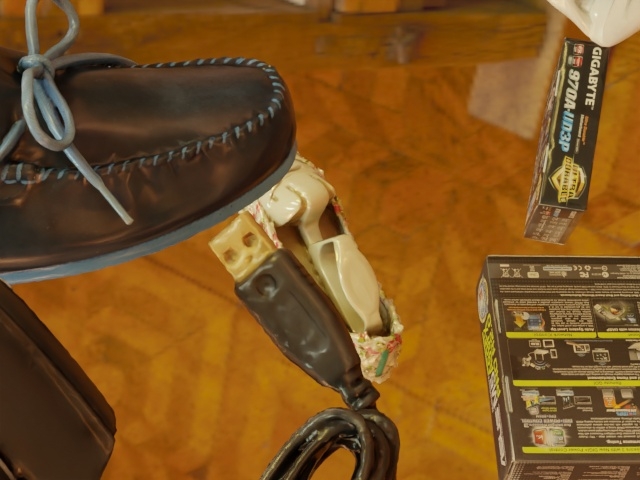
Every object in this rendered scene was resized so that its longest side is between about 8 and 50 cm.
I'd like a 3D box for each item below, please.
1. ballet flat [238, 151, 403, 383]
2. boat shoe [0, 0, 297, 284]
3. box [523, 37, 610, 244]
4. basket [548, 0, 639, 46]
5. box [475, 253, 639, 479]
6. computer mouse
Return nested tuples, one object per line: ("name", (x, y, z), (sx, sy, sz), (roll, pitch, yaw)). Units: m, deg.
("ballet flat", (0.000, 0.000, 1.154), (0.241, 0.091, 0.077), (59, 151, 14))
("boat shoe", (-0.133, -0.034, 0.560), (0.109, 0.258, 0.089), (-124, 23, -52))
("box", (0.259, -0.099, 1.548), (0.051, 0.220, 0.175), (10, 81, 6))
("basket", (0.117, -0.156, 0.525), (0.113, 0.167, 0.103), (43, 85, -1))
("box", (0.285, 0.117, 1.311), (0.060, 0.270, 0.216), (98, 170, -54))
("computer mouse", (-0.096, 0.031, 0.457), (0.262, 0.184, 0.060), (45, 158, 11))
